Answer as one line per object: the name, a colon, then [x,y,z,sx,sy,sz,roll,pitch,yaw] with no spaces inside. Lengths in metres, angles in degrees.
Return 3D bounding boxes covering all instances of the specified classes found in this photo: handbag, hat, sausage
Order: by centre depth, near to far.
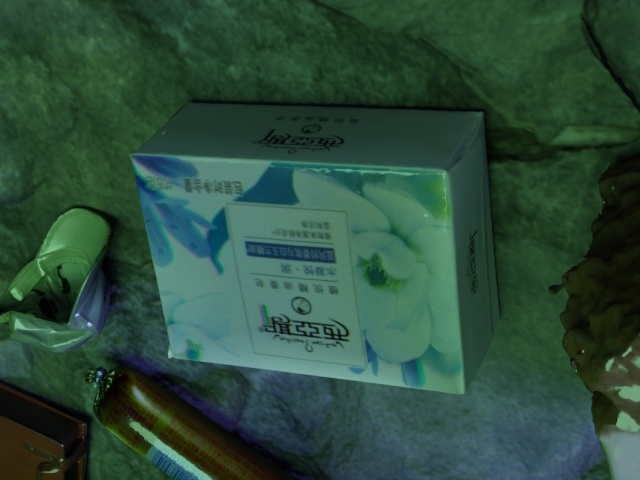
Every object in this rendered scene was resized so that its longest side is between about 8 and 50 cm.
hat: [-0.246,0.041,1.214,0.122,0.081,0.166,50,120,40]
sausage: [-0.087,0.242,1.248,0.371,0.082,0.082,35,127,2]
handbag: [-0.346,0.224,1.367,0.190,0.063,0.127,21,125,15]

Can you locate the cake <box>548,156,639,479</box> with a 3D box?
cake: [0.339,0.090,0.856,0.282,0.256,0.290,-16,116,29]

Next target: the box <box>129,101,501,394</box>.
box: [-0.001,0.001,1.037,0.274,0.116,0.203,5,121,22]
